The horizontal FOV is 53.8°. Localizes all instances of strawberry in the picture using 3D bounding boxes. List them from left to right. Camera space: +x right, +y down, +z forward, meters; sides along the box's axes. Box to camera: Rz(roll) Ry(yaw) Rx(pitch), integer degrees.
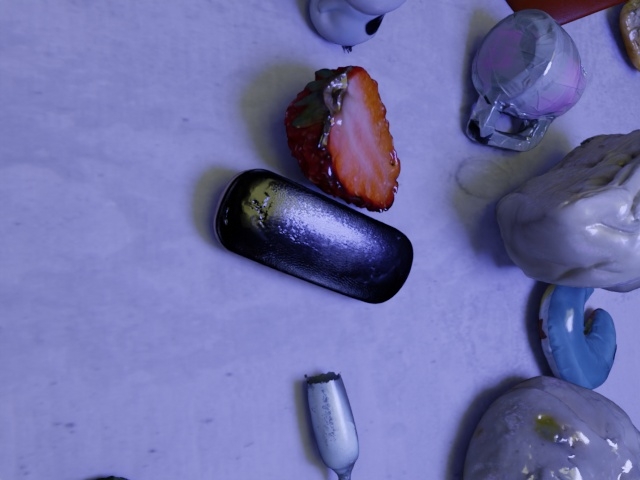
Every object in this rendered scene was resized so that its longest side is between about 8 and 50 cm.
[{"bbox_3d":[0.025,-0.132,0.910,0.237,0.111,0.190,54,49,-43],"label":"strawberry"}]

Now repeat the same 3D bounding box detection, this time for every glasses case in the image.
[{"bbox_3d":[0.000,0.000,0.883,0.314,0.075,0.122,22,93,-28],"label":"glasses case"}]

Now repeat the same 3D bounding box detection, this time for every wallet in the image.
[{"bbox_3d":[0.430,-0.447,1.111,0.142,0.204,0.045,37,71,-24],"label":"wallet"}]

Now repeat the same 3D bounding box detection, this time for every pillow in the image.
[{"bbox_3d":[0.487,0.166,1.177,0.214,0.086,0.233,-41,109,-32],"label":"pillow"}]

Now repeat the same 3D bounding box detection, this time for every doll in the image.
[{"bbox_3d":[0.060,-0.354,0.901,0.110,0.180,0.107,-35,91,-27],"label":"doll"}]

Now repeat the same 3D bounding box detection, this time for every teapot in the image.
[{"bbox_3d":[0.369,-0.262,1.088,0.178,0.163,0.222,18,77,-37],"label":"teapot"}]

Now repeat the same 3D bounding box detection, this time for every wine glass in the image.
[{"bbox_3d":[0.028,0.311,0.894,0.074,0.074,0.263,-12,92,-32],"label":"wine glass"}]

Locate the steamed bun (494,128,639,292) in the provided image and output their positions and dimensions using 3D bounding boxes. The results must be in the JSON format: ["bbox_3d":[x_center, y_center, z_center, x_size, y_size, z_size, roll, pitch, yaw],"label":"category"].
[{"bbox_3d":[0.488,-0.029,1.045,0.394,0.346,0.238,-40,104,-50],"label":"steamed bun"}]

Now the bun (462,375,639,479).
[{"bbox_3d":[0.409,0.408,1.034,0.364,0.219,0.366,5,81,-30],"label":"bun"}]

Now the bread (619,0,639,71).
[{"bbox_3d":[0.733,-0.481,1.349,0.246,0.121,0.174,-54,127,-28],"label":"bread"}]

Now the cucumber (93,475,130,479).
[{"bbox_3d":[-0.208,0.348,0.647,0.134,0.244,0.135,-2,94,-31],"label":"cucumber"}]
